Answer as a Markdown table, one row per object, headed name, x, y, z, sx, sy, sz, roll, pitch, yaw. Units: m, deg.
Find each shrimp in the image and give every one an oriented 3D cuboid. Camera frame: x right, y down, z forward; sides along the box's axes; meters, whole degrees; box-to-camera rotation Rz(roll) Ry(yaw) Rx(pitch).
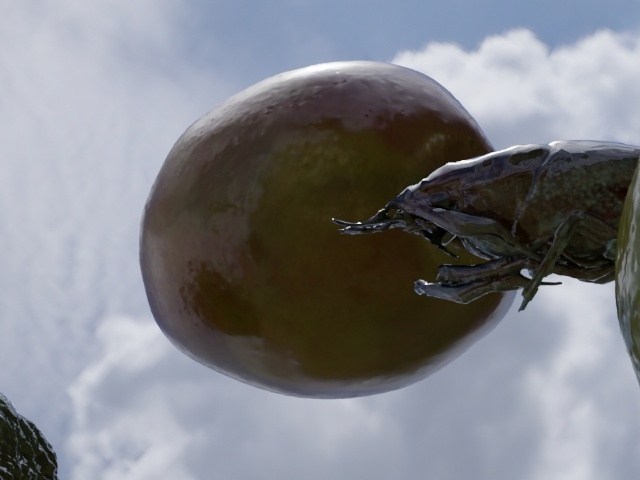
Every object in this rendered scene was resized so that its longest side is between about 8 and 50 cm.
| name | x | y | z | sx | sy | sz | roll | pitch | yaw |
| --- | --- | --- | --- | --- | --- | --- | --- | --- | --- |
| shrimp | 0.100 | -0.010 | 0.891 | 0.190 | 0.075 | 0.073 | -3 | -80 | 2 |

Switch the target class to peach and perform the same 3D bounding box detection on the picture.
| name | x | y | z | sx | sy | sz | roll | pitch | yaw |
| --- | --- | --- | --- | --- | --- | --- | --- | --- | --- |
| peach | 0.000 | 0.000 | 1.616 | 0.308 | 0.332 | 0.308 | 28 | -127 | -44 |

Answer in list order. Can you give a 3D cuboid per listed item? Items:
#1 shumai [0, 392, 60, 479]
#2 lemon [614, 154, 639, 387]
| name | x | y | z | sx | sy | sz | roll | pitch | yaw |
| --- | --- | --- | --- | --- | --- | --- | --- | --- | --- |
| shumai | -0.325 | 0.234 | 1.514 | 0.222 | 0.225 | 0.261 | -22 | -66 | 20 |
| lemon | 0.198 | 0.010 | 0.691 | 0.184 | 0.184 | 0.248 | 60 | -142 | -43 |
